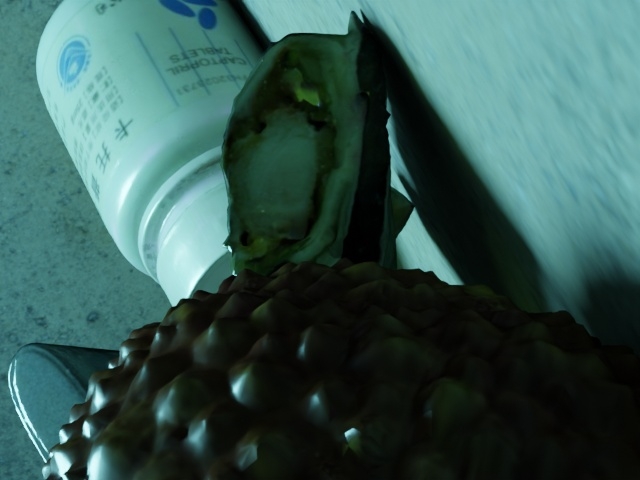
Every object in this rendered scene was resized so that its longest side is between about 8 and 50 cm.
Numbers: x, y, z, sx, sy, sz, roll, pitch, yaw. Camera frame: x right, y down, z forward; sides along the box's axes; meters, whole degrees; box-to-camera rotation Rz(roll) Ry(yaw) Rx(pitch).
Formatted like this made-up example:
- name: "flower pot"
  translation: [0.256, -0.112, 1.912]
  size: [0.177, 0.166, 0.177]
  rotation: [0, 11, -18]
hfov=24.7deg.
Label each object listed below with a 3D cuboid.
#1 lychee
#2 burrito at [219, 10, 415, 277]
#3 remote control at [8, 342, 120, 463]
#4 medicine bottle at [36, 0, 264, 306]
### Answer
- name: "lychee"
  translation: [0.023, 0.120, 0.483]
  size: [0.271, 0.236, 0.236]
  rotation: [-7, 117, 52]
- name: "burrito"
  translation: [0.000, 0.000, 0.696]
  size: [0.229, 0.089, 0.144]
  rotation: [80, -164, -70]
- name: "remote control"
  translation: [0.003, 0.105, 0.757]
  size: [0.377, 0.044, 0.107]
  rotation: [13, -145, -55]
- name: "medicine bottle"
  translation: [-0.091, -0.063, 1.080]
  size: [0.293, 0.170, 0.170]
  rotation: [58, 176, 36]
